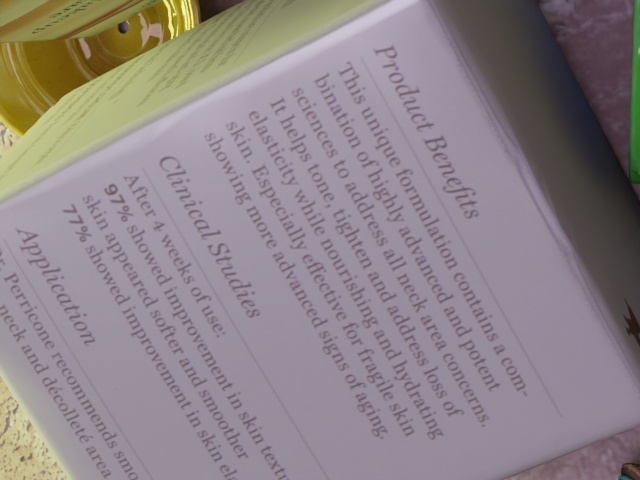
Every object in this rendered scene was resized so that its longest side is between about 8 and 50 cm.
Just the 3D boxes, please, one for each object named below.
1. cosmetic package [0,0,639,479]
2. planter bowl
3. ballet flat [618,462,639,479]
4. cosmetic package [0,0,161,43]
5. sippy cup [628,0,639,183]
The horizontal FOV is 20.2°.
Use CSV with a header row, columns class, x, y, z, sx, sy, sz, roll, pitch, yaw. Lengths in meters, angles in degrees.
class,x,y,z,sx,sy,sz,roll,pitch,yaw
cosmetic package,0.000,0.000,1.296,0.394,0.327,0.329,-25,105,19
planter bowl,-0.183,-0.180,1.516,0.217,0.090,0.217,3,99,20
ballet flat,0.326,0.235,1.410,0.067,0.073,0.206,-44,84,-5
cosmetic package,-0.207,-0.228,1.312,0.153,0.296,0.129,-27,89,22
sippy cup,0.333,-0.150,1.257,0.224,0.305,0.240,3,72,10
